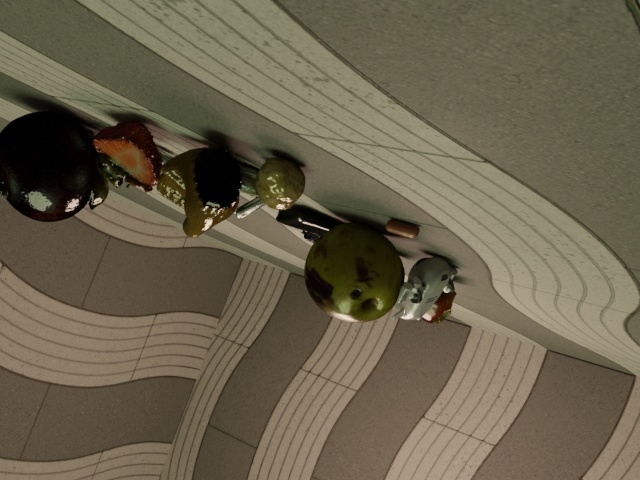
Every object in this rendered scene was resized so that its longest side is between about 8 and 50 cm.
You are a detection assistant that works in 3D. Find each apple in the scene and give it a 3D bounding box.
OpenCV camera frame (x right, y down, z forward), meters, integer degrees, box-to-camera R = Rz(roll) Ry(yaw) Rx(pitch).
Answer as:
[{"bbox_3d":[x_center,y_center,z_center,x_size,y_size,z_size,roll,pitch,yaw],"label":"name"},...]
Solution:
[{"bbox_3d":[0.360,0.176,2.452,0.147,0.156,0.158,19,144,14],"label":"apple"}]

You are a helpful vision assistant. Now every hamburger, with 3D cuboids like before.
[{"bbox_3d":[-0.193,-0.150,1.884,0.140,0.062,0.133,17,174,4],"label":"hamburger"}]

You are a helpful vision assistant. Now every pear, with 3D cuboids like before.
[{"bbox_3d":[0.087,0.093,2.057,0.284,0.283,0.283,20,173,3],"label":"pear"}]

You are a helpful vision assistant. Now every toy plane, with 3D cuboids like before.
[{"bbox_3d":[0.000,0.000,2.555,0.145,0.037,0.060,21,177,5],"label":"toy plane"},{"bbox_3d":[0.287,0.139,2.189,0.118,0.252,0.252,52,-173,25],"label":"toy plane"}]

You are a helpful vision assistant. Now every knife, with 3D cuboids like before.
[{"bbox_3d":[-0.140,-0.101,1.850,0.162,0.023,0.044,-29,161,14],"label":"knife"}]

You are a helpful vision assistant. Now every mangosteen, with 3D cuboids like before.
[{"bbox_3d":[-0.730,-0.205,2.079,0.330,0.330,0.330,20,173,3],"label":"mangosteen"}]

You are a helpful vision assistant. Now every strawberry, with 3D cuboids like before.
[{"bbox_3d":[-0.450,-0.221,1.852,0.188,0.106,0.286,37,156,-17],"label":"strawberry"}]

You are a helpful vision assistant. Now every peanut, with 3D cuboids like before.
[{"bbox_3d":[-0.088,-0.124,1.677,0.103,0.098,0.229,-11,174,-10],"label":"peanut"}]

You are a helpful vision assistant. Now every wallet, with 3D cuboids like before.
[{"bbox_3d":[0.005,-0.040,2.220,0.245,0.052,0.169,19,174,-28],"label":"wallet"}]

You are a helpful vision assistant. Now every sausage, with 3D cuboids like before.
[{"bbox_3d":[0.197,-0.029,1.835,0.083,0.034,0.034,16,171,26],"label":"sausage"}]

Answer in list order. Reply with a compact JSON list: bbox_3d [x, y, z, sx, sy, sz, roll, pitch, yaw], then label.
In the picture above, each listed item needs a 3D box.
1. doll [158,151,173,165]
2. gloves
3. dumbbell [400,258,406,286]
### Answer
[{"bbox_3d":[-0.489,-0.229,2.054,0.214,0.071,0.103,20,173,4],"label":"doll"},{"bbox_3d":[-0.265,-0.116,1.760,0.155,0.203,0.356,-12,-179,-28],"label":"gloves"},{"bbox_3d":[0.140,0.108,2.370,0.290,0.192,0.192,15,171,34],"label":"dumbbell"}]
